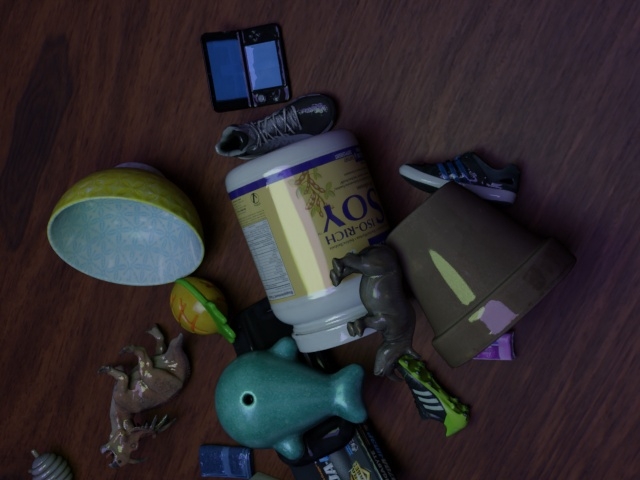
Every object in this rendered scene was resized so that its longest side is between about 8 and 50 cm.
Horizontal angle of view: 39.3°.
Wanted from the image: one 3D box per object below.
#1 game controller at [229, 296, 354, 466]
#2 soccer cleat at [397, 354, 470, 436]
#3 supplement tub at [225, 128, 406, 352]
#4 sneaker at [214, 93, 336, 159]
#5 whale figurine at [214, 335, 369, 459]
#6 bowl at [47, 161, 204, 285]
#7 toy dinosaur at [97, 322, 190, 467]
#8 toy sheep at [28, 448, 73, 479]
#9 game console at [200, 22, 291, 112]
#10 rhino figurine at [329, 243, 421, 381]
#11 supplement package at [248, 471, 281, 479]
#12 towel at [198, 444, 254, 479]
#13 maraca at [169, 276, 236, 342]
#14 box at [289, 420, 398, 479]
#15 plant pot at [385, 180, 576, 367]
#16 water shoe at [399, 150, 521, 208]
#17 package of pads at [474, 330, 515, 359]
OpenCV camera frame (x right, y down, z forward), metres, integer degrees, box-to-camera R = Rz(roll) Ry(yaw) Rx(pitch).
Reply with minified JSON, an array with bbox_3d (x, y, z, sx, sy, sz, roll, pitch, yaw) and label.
[{"bbox_3d":[-0.057,0.255,1.677,0.166,0.067,0.319,-27,74,12],"label":"game controller"},{"bbox_3d":[0.188,0.277,1.606,0.179,0.060,0.072,44,115,6],"label":"soccer cleat"},{"bbox_3d":[0.000,0.000,1.529,0.241,0.241,0.331,-20,93,26],"label":"supplement tub"},{"bbox_3d":[-0.087,-0.191,1.586,0.229,0.132,0.086,-21,92,26],"label":"sneaker"},{"bbox_3d":[-0.056,0.274,1.563,0.272,0.141,0.216,-5,79,15],"label":"whale figurine"},{"bbox_3d":[-0.357,-0.053,1.702,0.289,0.289,0.156,-19,50,26],"label":"bowl"},{"bbox_3d":[-0.340,0.301,1.811,0.296,0.127,0.200,-40,91,13],"label":"toy dinosaur"},{"bbox_3d":[-0.598,0.514,1.982,0.091,0.091,0.132,-32,106,26],"label":"toy sheep"},{"bbox_3d":[-0.132,-0.310,1.607,0.124,0.085,0.144,-6,99,25],"label":"game console"},{"bbox_3d":[0.096,0.117,1.399,0.106,0.073,0.243,-23,107,-14],"label":"rhino figurine"},{"bbox_3d":[-0.116,0.597,1.728,0.149,0.194,0.203,16,106,21],"label":"supplement package"},{"bbox_3d":[-0.192,0.450,1.822,0.119,0.029,0.067,-2,99,24],"label":"towel"},{"bbox_3d":[-0.222,0.133,1.712,0.186,0.099,0.127,28,153,47],"label":"maraca"},{"bbox_3d":[0.028,0.409,1.673,0.175,0.051,0.220,-39,67,26],"label":"box"},{"bbox_3d":[0.231,0.035,1.420,0.229,0.263,0.263,49,115,5],"label":"plant pot"},{"bbox_3d":[0.236,-0.111,1.509,0.203,0.073,0.080,16,83,18],"label":"water shoe"},{"bbox_3d":[0.295,0.181,1.553,0.083,0.032,0.050,-1,99,24],"label":"package of pads"}]
